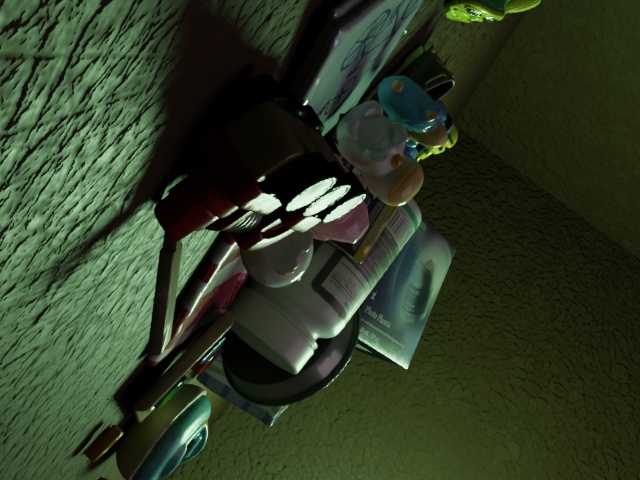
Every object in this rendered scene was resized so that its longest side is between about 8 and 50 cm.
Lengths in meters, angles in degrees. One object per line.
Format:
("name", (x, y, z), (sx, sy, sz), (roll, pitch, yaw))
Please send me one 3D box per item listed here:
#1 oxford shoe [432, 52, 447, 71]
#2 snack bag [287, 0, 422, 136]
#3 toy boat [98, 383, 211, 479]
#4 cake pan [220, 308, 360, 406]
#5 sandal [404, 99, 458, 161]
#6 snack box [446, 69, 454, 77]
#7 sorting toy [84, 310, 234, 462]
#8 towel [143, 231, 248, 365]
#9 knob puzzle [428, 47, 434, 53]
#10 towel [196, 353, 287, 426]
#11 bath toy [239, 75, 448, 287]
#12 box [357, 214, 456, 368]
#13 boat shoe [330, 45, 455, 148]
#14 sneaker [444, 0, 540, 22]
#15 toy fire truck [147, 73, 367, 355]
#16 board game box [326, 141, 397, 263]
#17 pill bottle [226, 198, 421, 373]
("oxford shoe", (0.178, -0.286, 1.845), (0.212, 0.076, 0.076), (-44, -138, 39))
("snack bag", (0.029, -0.213, 1.146), (0.323, 0.037, 0.342), (-48, 176, -41))
("toy boat", (-0.308, 0.420, 1.771), (0.318, 0.148, 0.267), (-55, 175, 16))
("cake pan", (-0.068, 0.170, 1.759), (0.293, 0.293, 0.054), (-52, 138, -15))
("sandal", (0.175, -0.213, 2.033), (0.317, 0.126, 0.138), (-44, 150, -25))
("snack box", (0.283, -0.366, 2.370), (0.100, 0.037, 0.141), (-50, 174, -16))
("sorting toy", (-0.254, 0.249, 1.519), (0.307, 0.041, 0.229), (-46, 179, -18))
("towel", (-0.127, 0.031, 1.391), (0.329, 0.037, 0.237), (-55, 174, 21))
("knob puzzle", (0.187, -0.306, 1.966), (0.213, 0.030, 0.213), (-52, 176, -6))
("towel", (-0.147, 0.287, 1.967), (0.034, 0.209, 0.285), (-59, -179, -38))
("bath toy", (0.023, -0.064, 1.244), (0.348, 0.151, 0.129), (-45, -172, -21))
("box", (0.113, 0.076, 1.950), (0.296, 0.182, 0.294), (37, 74, -55))
("boat shoe", (0.133, -0.227, 1.630), (0.335, 0.095, 0.112), (-49, 174, -37))
("sneaker", (0.313, -0.470, 1.709), (0.295, 0.109, 0.123), (-32, 123, -48))
("toy fire truck", (-0.088, -0.017, 0.933), (0.246, 0.158, 0.217), (-33, 170, 10))
("board game box", (0.051, -0.072, 1.512), (0.170, 0.141, 0.048), (-57, -154, -7))
("pill bottle", (-0.001, 0.041, 1.641), (0.361, 0.204, 0.204), (-51, 175, -15))
